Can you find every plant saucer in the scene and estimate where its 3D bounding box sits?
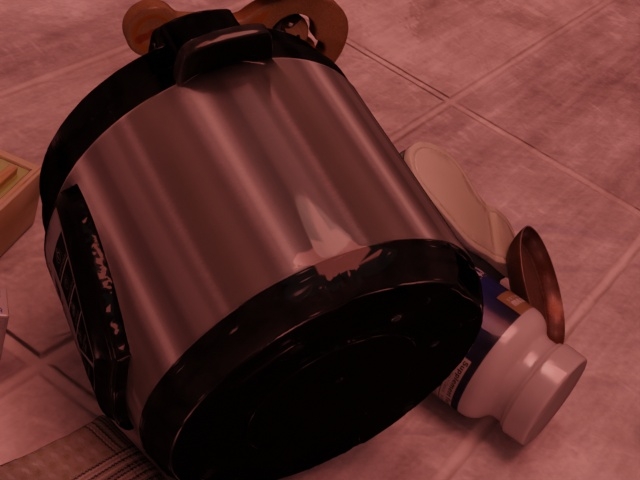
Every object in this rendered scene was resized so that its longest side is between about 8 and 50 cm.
[{"bbox_3d":[0.281,0.065,1.527,0.029,0.168,0.168,-16,25,25],"label":"plant saucer"}]

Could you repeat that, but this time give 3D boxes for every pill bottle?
[{"bbox_3d":[0.170,0.113,1.374,0.265,0.153,0.153,36,38,19],"label":"pill bottle"}]

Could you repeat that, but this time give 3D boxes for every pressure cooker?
[{"bbox_3d":[-0.081,-0.004,1.188,0.375,0.370,0.420,18,36,-55],"label":"pressure cooker"}]

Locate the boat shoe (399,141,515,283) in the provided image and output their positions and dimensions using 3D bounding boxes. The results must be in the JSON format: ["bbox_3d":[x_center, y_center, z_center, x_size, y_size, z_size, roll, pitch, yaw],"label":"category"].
[{"bbox_3d":[0.157,-0.020,1.472,0.319,0.099,0.116,35,44,-52],"label":"boat shoe"}]

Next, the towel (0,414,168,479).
[{"bbox_3d":[-0.205,0.301,0.966,0.312,0.056,0.324,46,36,20],"label":"towel"}]

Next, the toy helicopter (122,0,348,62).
[{"bbox_3d":[-0.118,-0.321,1.734,0.355,0.235,0.140,-1,41,-28],"label":"toy helicopter"}]

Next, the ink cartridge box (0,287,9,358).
[{"bbox_3d":[-0.420,0.092,1.147,0.207,0.097,0.046,4,38,-22],"label":"ink cartridge box"}]

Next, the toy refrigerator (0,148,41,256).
[{"bbox_3d":[-0.418,-0.009,1.285,0.102,0.094,0.269,24,34,5],"label":"toy refrigerator"}]
